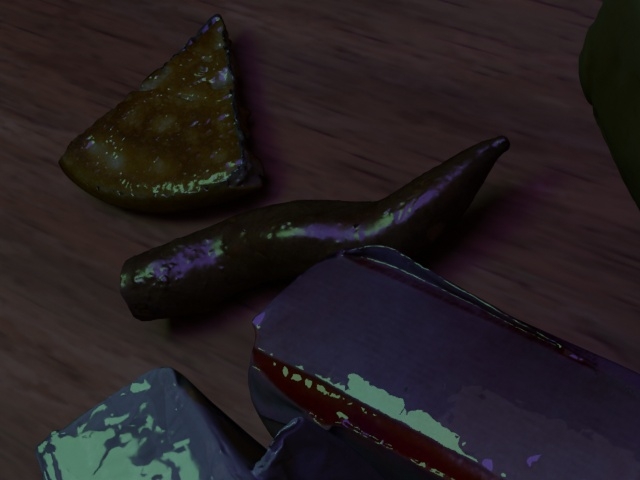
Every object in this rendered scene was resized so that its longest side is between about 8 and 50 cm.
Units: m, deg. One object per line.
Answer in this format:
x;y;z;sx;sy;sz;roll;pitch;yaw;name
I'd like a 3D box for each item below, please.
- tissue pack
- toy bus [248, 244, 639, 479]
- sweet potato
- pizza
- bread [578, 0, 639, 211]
-0.018;0.173;0.838;0.145;0.229;0.159;-36;49;1;tissue pack
0.089;0.108;0.885;0.303;0.147;0.127;25;68;36;toy bus
0.000;0.000;1.054;0.281;0.059;0.067;-13;43;20;sweet potato
-0.113;-0.094;1.192;0.185;0.036;0.176;-5;56;28;pizza
0.310;0.015;0.784;0.300;0.210;0.341;-10;58;-11;bread
